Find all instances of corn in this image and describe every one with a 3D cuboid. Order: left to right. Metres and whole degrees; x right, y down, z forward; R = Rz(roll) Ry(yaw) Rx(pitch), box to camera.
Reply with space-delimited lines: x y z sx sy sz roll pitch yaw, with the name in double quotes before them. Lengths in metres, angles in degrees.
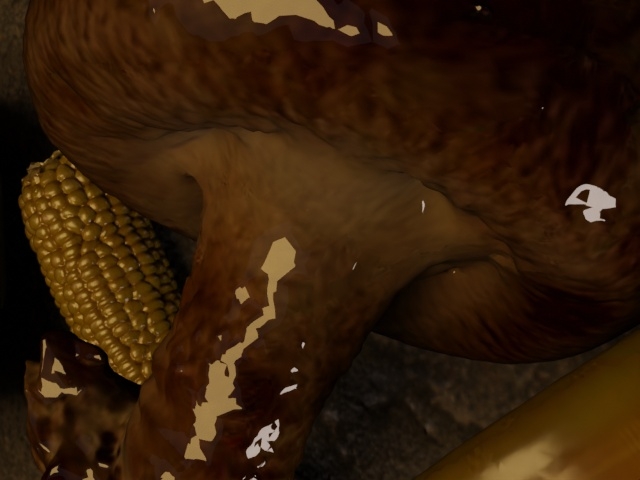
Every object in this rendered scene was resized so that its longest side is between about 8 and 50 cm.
"corn" -0.146 0.050 0.760 0.260 0.091 0.091 63 156 12

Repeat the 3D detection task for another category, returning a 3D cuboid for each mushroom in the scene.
"mushroom" -0.011 -0.019 0.500 0.331 0.356 0.334 49 154 -11

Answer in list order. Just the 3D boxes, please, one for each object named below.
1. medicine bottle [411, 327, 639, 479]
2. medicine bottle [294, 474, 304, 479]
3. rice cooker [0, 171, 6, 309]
"medicine bottle" 0.210 0.236 0.465 0.224 0.224 0.384 -42 71 28
"medicine bottle" -0.101 0.260 0.716 0.247 0.147 0.147 -34 76 30
"rice cooker" -0.404 0.033 0.786 0.335 0.335 0.325 3 95 33
